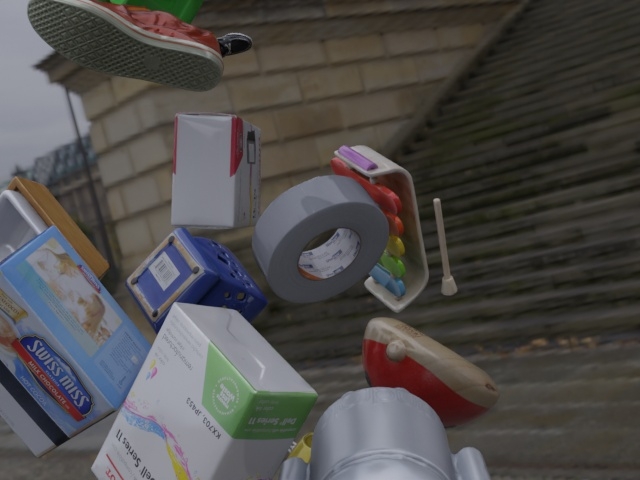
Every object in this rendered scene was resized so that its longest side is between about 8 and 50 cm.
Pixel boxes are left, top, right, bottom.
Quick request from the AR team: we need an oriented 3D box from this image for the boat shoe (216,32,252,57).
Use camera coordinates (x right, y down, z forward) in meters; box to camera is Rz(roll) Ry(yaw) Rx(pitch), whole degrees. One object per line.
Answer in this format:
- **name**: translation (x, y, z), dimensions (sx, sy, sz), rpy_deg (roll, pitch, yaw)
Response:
- **boat shoe**: translation (-0.196, -0.381, 1.962), dimensions (0.125, 0.046, 0.038), rpy_deg (0, 35, -7)

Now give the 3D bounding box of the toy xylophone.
- **toy xylophone**: translation (0.126, -0.019, 1.728), dimensions (0.081, 0.323, 0.236), rpy_deg (-28, 29, -19)

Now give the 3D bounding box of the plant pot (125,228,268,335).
- **plant pot**: translation (-0.305, 0.121, 2.341), dimensions (0.236, 0.236, 0.212), rpy_deg (-46, -41, 5)

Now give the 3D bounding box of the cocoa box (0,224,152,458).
- **cocoa box**: translation (-0.532, 0.193, 1.937), dimensions (0.228, 0.347, 0.231), rpy_deg (-32, 12, 23)

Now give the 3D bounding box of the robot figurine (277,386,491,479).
- **robot figurine**: translation (0.083, 0.337, 1.356), dimensions (0.299, 0.200, 0.353), rpy_deg (-8, 22, 3)

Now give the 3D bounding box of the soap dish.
- **soap dish**: translation (-0.598, 0.036, 2.136), dimensions (0.229, 0.291, 0.118), rpy_deg (-48, -13, 32)

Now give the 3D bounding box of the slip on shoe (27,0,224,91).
- **slip on shoe**: translation (-0.320, -0.341, 1.657), dimensions (0.331, 0.101, 0.123), rpy_deg (14, -44, -17)

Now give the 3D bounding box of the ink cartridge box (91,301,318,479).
- **ink cartridge box**: translation (-0.176, 0.286, 1.326), dimensions (0.119, 0.354, 0.207), rpy_deg (10, 23, -47)

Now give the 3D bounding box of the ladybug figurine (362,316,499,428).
- **ladybug figurine**: translation (0.227, 0.301, 2.190), dimensions (0.305, 0.162, 0.449), rpy_deg (29, -3, 34)

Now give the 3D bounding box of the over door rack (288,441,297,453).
- **over door rack**: translation (-0.135, 0.521, 2.026), dimensions (0.108, 0.324, 0.239), rpy_deg (5, 12, -38)

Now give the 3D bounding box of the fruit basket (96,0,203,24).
- **fruit basket**: translation (-0.308, -0.553, 1.947), dimensions (0.282, 0.392, 0.392), rpy_deg (31, 19, 18)

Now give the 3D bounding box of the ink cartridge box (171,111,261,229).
- **ink cartridge box**: translation (-0.207, -0.136, 2.041), dimensions (0.131, 0.226, 0.306), rpy_deg (1, 2, 7)

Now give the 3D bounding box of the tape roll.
- **tape roll**: translation (0.000, 0.000, 1.620), dimensions (0.219, 0.072, 0.219), rpy_deg (-19, -42, -17)

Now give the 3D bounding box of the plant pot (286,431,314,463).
- **plant pot**: translation (-0.002, 0.382, 1.687), dimensions (0.134, 0.095, 0.134), rpy_deg (7, 17, -2)
